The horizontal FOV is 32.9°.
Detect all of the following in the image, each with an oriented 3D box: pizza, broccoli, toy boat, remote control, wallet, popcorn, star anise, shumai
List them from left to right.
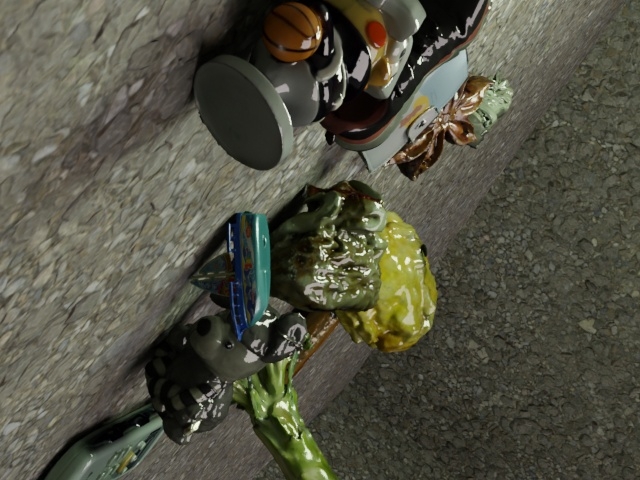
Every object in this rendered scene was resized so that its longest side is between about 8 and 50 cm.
[{"bbox_3d":[-0.330,0.334,1.676,0.140,0.056,0.296,-55,169,14],"label":"remote control"},{"bbox_3d":[-0.124,0.049,1.471,0.091,0.110,0.175,5,82,-78],"label":"toy boat"},{"bbox_3d":[-0.077,0.295,1.814,0.221,0.361,0.252,-26,142,-21],"label":"broccoli"},{"bbox_3d":[-0.025,0.203,2.399,0.335,0.086,0.226,-53,174,24],"label":"pizza"},{"bbox_3d":[0.000,0.002,1.685,0.256,0.189,0.218,2,110,-57],"label":"shumai"},{"bbox_3d":[0.131,0.083,2.215,0.252,0.215,0.286,-48,135,-42],"label":"popcorn"},{"bbox_3d":[0.133,-0.214,1.654,0.231,0.069,0.170,-44,159,-2],"label":"wallet"},{"bbox_3d":[0.187,-0.203,1.832,0.220,0.099,0.214,-3,132,-48],"label":"star anise"}]

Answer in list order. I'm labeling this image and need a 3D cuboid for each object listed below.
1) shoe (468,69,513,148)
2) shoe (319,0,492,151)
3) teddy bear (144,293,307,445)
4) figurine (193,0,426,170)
[{"bbox_3d":[0.303,-0.268,2.099,0.149,0.109,0.293,-57,171,16],"label":"shoe"},{"bbox_3d":[0.088,-0.232,1.342,0.291,0.114,0.137,-50,165,21],"label":"shoe"},{"bbox_3d":[-0.154,0.150,1.561,0.144,0.171,0.251,23,111,-45],"label":"teddy bear"},{"bbox_3d":[0.000,-0.187,1.060,0.236,0.133,0.176,-39,168,-32],"label":"figurine"}]
